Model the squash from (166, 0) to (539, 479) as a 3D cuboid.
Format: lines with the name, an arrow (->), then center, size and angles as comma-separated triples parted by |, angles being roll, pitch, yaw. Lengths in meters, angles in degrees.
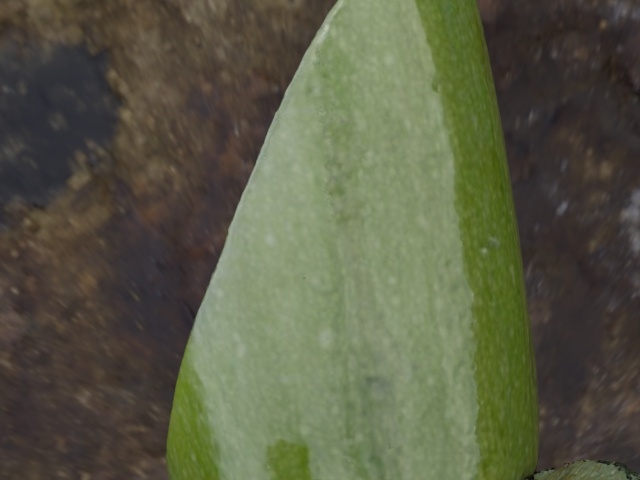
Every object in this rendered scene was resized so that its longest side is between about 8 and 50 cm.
squash -> 0.000, 0.000, 0.881 | 0.189, 0.189, 0.260 | -13, 96, 1

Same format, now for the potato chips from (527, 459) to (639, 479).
potato chips -> 0.153, 0.191, 1.201 | 0.209, 0.142, 0.026 | 1, 33, -28
